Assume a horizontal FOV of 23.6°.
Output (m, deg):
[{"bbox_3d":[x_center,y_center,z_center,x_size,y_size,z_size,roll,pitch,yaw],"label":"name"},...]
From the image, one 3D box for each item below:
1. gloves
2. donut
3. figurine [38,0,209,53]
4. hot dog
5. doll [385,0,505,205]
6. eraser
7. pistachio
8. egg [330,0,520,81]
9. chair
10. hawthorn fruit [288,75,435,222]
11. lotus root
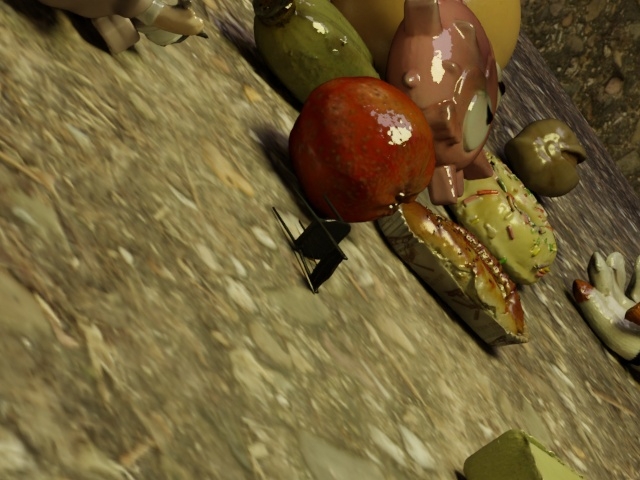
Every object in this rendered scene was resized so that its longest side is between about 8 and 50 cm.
[{"bbox_3d":[0.405,0.105,1.917,0.219,0.131,0.140,15,29,-14],"label":"gloves"},{"bbox_3d":[0.196,-0.029,1.665,0.174,0.068,0.174,48,16,-19],"label":"donut"},{"bbox_3d":[-0.141,-0.189,0.978,0.229,0.112,0.137,49,17,-70],"label":"figurine"},{"bbox_3d":[0.123,0.025,1.360,0.192,0.053,0.099,45,21,-18],"label":"hot dog"},{"bbox_3d":[0.112,-0.139,1.426,0.262,0.093,0.211,-55,137,-56],"label":"doll"},{"bbox_3d":[0.178,0.217,1.081,0.172,0.058,0.117,38,21,-43],"label":"eraser"},{"bbox_3d":[0.319,-0.112,2.164,0.113,0.113,0.149,60,2,24],"label":"pistachio"},{"bbox_3d":[0.107,-0.238,1.621,0.201,0.201,0.244,54,18,5],"label":"egg"},{"bbox_3d":[0.002,0.001,1.089,0.042,0.037,0.086,20,30,-44],"label":"chair"},{"bbox_3d":[0.030,-0.072,1.200,0.128,0.128,0.128,47,16,-18],"label":"hawthorn fruit"},{"bbox_3d":[-0.008,-0.167,1.351,0.183,0.077,0.090,41,25,-49],"label":"lotus root"}]
